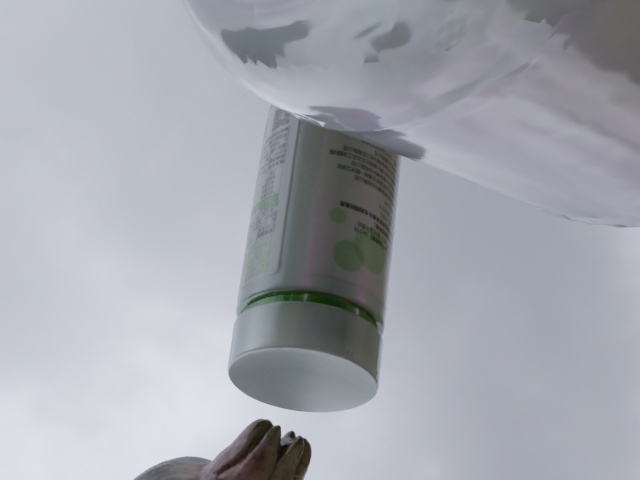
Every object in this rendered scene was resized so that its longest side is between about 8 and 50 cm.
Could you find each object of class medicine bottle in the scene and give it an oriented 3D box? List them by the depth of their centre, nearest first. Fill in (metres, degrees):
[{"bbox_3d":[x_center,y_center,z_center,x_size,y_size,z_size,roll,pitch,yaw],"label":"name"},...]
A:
[{"bbox_3d":[0.132,-0.130,0.492,0.325,0.256,0.256,16,-115,-36],"label":"medicine bottle"},{"bbox_3d":[0.000,0.000,0.741,0.086,0.086,0.183,32,-128,-36],"label":"medicine bottle"}]

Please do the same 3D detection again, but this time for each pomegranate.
[{"bbox_3d":[-0.077,0.186,0.820,0.126,0.138,0.163,8,-72,-8],"label":"pomegranate"}]
